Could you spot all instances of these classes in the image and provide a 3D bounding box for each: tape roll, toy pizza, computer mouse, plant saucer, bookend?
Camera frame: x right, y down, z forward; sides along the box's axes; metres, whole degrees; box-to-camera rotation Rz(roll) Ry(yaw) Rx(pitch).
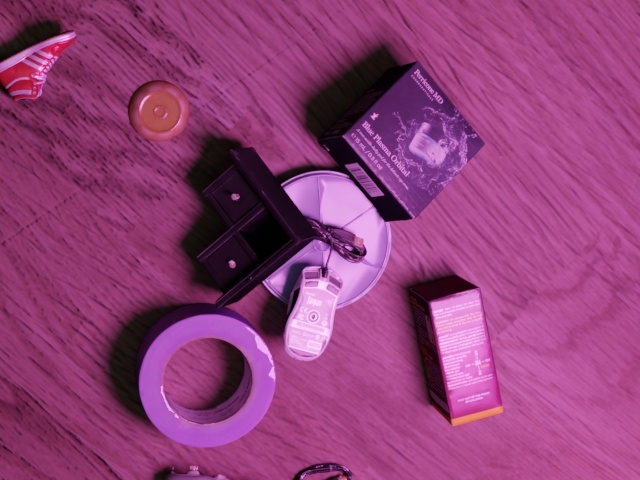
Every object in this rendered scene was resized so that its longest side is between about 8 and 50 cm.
[{"bbox_3d":[-0.161,0.186,1.953,0.189,0.080,0.189,-2,100,-12],"label":"tape roll"},{"bbox_3d":[0.000,0.000,1.979,0.201,0.032,0.201,-2,101,-10],"label":"toy pizza"},{"bbox_3d":[-0.059,0.397,2.029,0.242,0.041,0.071,-34,103,-5],"label":"computer mouse"},{"bbox_3d":[-0.008,0.071,1.954,0.106,0.042,0.193,18,91,-18],"label":"computer mouse"},{"bbox_3d":[-0.219,-0.175,1.913,0.083,0.015,0.083,-2,99,-12],"label":"plant saucer"},{"bbox_3d":[-0.115,-0.019,1.914,0.156,0.072,0.157,-39,82,20],"label":"bookend"}]

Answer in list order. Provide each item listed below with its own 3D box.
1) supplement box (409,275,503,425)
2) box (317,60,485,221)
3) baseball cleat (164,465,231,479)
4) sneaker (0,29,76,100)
[{"bbox_3d":[0.193,0.155,2.008,0.081,0.104,0.188,-14,102,-10],"label":"supplement box"},{"bbox_3d":[0.111,-0.135,1.932,0.158,0.093,0.156,-46,105,-17],"label":"box"},{"bbox_3d":[-0.125,0.385,1.973,0.206,0.072,0.109,10,72,1],"label":"baseball cleat"},{"bbox_3d":[-0.366,-0.228,1.860,0.118,0.042,0.067,-27,100,2],"label":"sneaker"}]
